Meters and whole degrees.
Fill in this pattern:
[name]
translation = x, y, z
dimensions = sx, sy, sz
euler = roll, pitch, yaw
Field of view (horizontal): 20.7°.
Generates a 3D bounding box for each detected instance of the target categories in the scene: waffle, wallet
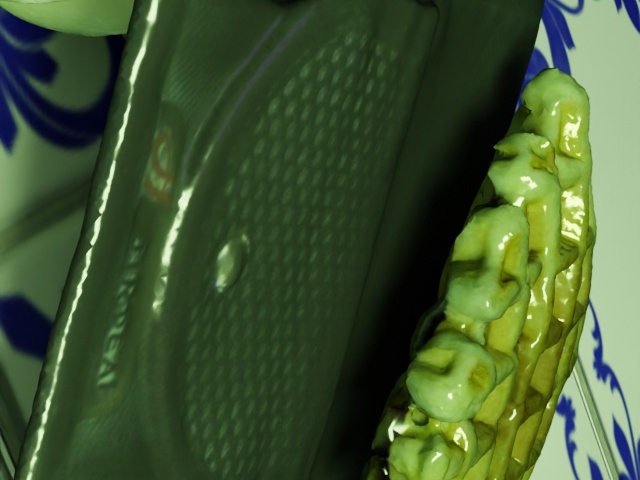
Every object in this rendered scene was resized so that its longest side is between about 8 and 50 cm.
[waffle]
translation = 0.070, 0.054, 0.725
dimensions = 0.208, 0.054, 0.214
euler = -61, 161, -25
[wallet]
translation = 0.000, 0.000, 0.630
dimensions = 0.323, 0.041, 0.247
euler = -4, 112, -67

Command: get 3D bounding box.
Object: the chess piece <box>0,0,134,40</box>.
[chess piece]
translation = -0.040, -0.112, 0.648
dimensions = 0.243, 0.133, 0.133
euler = 30, 51, -61
